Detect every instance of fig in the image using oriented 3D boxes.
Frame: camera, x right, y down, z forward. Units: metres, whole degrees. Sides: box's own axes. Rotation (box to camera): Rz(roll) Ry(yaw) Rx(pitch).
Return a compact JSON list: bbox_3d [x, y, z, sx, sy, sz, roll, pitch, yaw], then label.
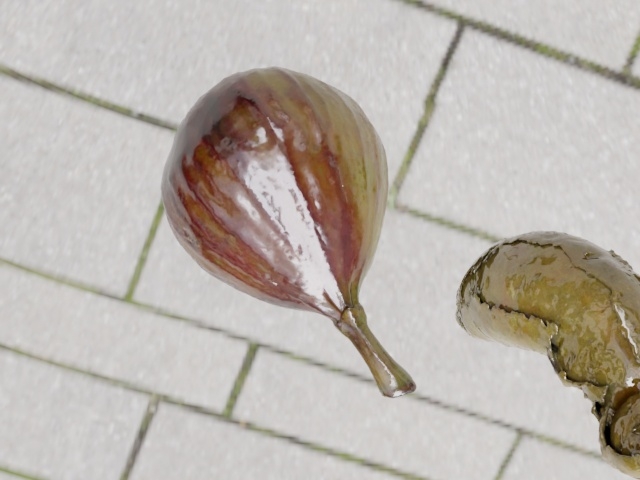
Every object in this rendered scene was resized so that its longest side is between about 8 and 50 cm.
[{"bbox_3d":[0.000,0.000,1.447,0.217,0.217,0.321,-42,70,20],"label":"fig"}]

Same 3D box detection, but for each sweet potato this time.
[{"bbox_3d":[0.173,0.060,1.102,0.098,0.310,0.124,-2,109,-25],"label":"sweet potato"}]
